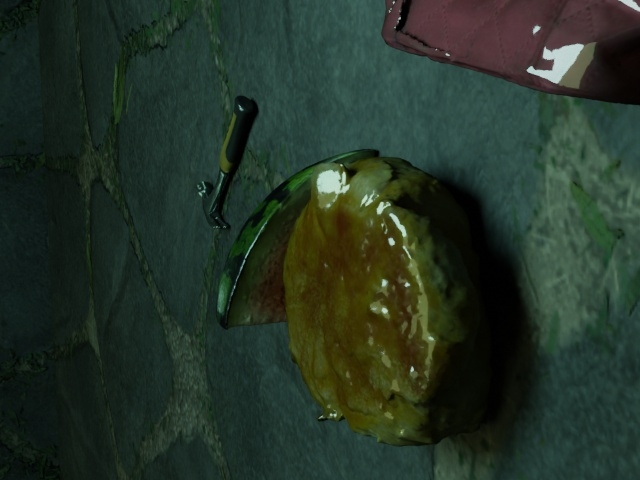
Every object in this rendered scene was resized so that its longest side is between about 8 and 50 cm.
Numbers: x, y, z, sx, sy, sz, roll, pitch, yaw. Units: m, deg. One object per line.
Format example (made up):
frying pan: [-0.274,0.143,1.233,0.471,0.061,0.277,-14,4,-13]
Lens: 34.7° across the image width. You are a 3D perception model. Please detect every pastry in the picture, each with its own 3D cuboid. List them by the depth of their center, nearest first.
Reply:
pastry: [0.047,0.052,0.762,0.229,0.100,0.218,-48,56,52]

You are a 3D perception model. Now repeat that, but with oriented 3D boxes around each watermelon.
watermelon: [-0.018,-0.010,0.888,0.193,0.137,0.145,-38,-50,-68]

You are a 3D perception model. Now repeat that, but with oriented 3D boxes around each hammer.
hammer: [-0.106,-0.086,1.163,0.201,0.021,0.078,116,141,-51]

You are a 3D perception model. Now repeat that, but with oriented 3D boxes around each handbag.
handbag: [0.123,-0.148,0.503,0.225,0.147,0.135,-142,46,-58]
